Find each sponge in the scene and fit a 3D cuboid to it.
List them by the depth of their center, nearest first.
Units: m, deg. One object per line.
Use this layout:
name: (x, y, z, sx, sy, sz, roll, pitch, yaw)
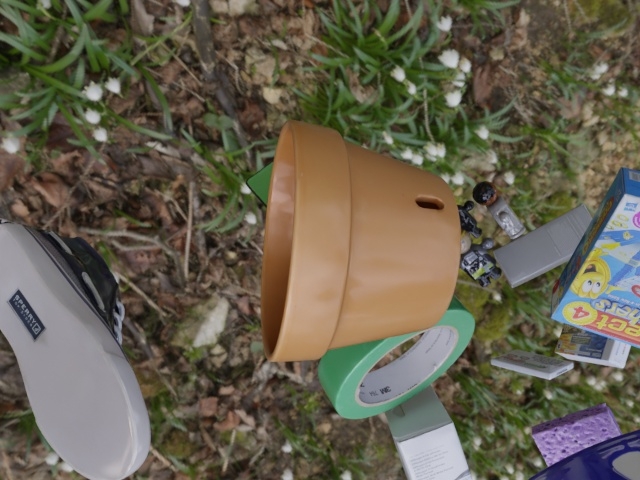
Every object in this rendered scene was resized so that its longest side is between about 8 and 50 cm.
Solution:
sponge: (0.414, 0.356, 0.825, 0.117, 0.210, 0.031, -28, 178, 24)

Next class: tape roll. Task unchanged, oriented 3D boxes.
tape roll: (0.151, 0.221, 1.097, 0.321, 0.077, 0.321, -22, 142, -19)

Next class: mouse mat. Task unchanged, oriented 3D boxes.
mouse mat: (-0.040, -0.133, 1.027, 0.189, 0.152, 0.007, -37, 129, -5)

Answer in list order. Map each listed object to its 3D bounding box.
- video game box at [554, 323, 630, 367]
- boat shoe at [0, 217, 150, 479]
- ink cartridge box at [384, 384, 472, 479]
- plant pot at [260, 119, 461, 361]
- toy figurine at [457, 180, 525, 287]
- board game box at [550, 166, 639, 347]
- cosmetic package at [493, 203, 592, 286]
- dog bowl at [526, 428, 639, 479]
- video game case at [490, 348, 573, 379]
video game box: (0.650, 0.192, 1.302, 0.187, 0.048, 0.205, -64, -174, -10)
boat shoe: (-0.279, 0.116, 0.680, 0.127, 0.341, 0.158, -39, 165, 11)
ink cartridge box: (0.252, 0.503, 1.255, 0.128, 0.308, 0.223, -20, -169, 0)
plant pot: (0.042, 0.006, 0.702, 0.203, 0.291, 0.291, 4, 140, -12)
toy figurine: (0.284, -0.015, 1.142, 0.213, 0.148, 0.209, -52, -163, -22)
board game box: (0.605, 0.059, 0.958, 0.086, 0.308, 0.302, -60, 163, -46)
cosmetic package: (0.554, 0.020, 1.375, 0.237, 0.107, 0.127, -26, 164, 11)
dog bowl: (0.341, 0.310, 0.613, 0.264, 0.104, 0.265, -9, 136, -9)
video game case: (0.544, 0.316, 1.437, 0.143, 0.157, 0.019, -3, 97, -45)
